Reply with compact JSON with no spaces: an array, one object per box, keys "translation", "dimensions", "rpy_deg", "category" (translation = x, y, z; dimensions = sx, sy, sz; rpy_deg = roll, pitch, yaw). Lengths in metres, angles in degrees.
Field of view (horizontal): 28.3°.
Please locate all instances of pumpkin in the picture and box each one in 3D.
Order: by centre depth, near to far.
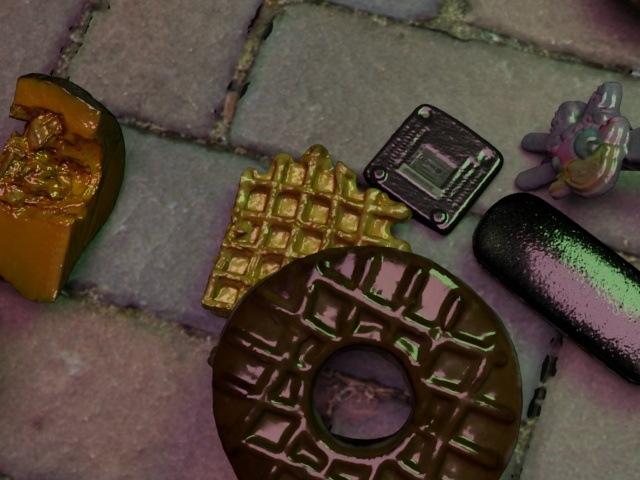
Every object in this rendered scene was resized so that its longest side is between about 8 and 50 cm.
[{"translation":[-0.309,-0.062,1.479],"dimensions":[0.131,0.126,0.248],"rpy_deg":[21,95,6],"category":"pumpkin"}]

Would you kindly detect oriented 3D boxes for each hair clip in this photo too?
[{"translation":[0.329,-0.106,1.359],"dimensions":[0.278,0.090,0.137],"rpy_deg":[0,75,35],"category":"hair clip"}]

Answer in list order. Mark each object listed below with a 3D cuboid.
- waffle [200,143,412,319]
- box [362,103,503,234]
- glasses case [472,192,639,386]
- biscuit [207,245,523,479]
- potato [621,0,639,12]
[{"translation":[0.000,0.000,1.438],"dimensions":[0.229,0.057,0.219],"rpy_deg":[12,75,10],"category":"waffle"},{"translation":[0.131,-0.085,1.463],"dimensions":[0.126,0.027,0.125],"rpy_deg":[36,80,17],"category":"box"},{"translation":[0.282,0.051,1.370],"dimensions":[0.267,0.067,0.103],"rpy_deg":[41,85,18],"category":"glasses case"},{"translation":[0.047,0.163,1.321],"dimensions":[0.332,0.103,0.332],"rpy_deg":[0,89,6],"category":"biscuit"},{"translation":[0.425,-0.339,1.407],"dimensions":[0.237,0.301,0.288],"rpy_deg":[-27,35,20],"category":"potato"}]
